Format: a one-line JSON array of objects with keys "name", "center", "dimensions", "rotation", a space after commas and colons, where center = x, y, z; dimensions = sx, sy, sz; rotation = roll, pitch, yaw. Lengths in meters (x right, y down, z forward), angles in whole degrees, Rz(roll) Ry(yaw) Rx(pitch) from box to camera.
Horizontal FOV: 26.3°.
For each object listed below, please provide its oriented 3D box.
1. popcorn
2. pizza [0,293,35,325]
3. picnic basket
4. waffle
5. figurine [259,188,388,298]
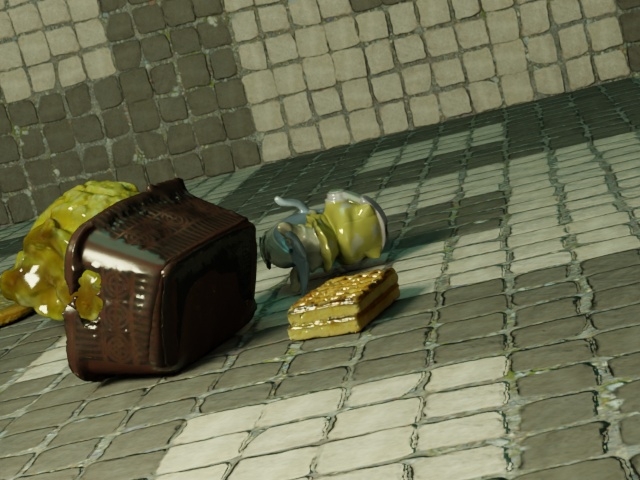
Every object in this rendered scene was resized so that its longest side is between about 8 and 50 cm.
[{"name": "popcorn", "center": [-0.355, 0.031, 2.061], "dimensions": [0.251, 0.206, 0.237], "rotation": [-31, 29, -21]}, {"name": "pizza", "center": [-0.583, 0.124, 2.332], "dimensions": [0.262, 0.034, 0.181], "rotation": [-8, 12, 34]}, {"name": "picnic basket", "center": [-0.181, 0.051, 1.688], "dimensions": [0.129, 0.222, 0.297], "rotation": [8, 18, 23]}, {"name": "waffle", "center": [0.028, 0.076, 1.656], "dimensions": [0.102, 0.042, 0.148], "rotation": [-12, 10, 25]}, {"name": "figurine", "center": [0.000, 0.000, 1.927], "dimensions": [0.184, 0.128, 0.208], "rotation": [-9, 19, 18]}]
